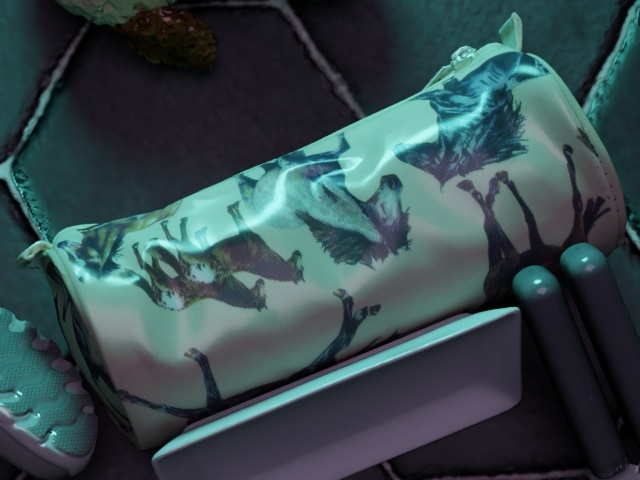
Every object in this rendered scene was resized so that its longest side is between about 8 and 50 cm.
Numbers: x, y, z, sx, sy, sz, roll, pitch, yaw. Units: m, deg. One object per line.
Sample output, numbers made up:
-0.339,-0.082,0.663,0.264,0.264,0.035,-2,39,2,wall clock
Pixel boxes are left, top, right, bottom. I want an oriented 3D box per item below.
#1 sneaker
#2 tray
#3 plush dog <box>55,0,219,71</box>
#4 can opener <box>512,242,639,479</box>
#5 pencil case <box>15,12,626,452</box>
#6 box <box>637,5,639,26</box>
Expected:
-0.283,0.098,1.305,0.281,0.105,0.115,30,114,16,sneaker
0.015,0.123,1.282,0.270,0.145,0.030,-22,57,-7,tray
-0.119,-0.256,1.359,0.225,0.210,0.262,-42,80,13,plush dog
0.217,0.136,1.267,0.074,0.093,0.280,-25,104,-4,can opener
0.000,0.000,1.297,0.410,0.160,0.183,-23,75,-7,pencil case
0.403,-0.308,1.374,0.296,0.183,0.294,6,75,2,box
